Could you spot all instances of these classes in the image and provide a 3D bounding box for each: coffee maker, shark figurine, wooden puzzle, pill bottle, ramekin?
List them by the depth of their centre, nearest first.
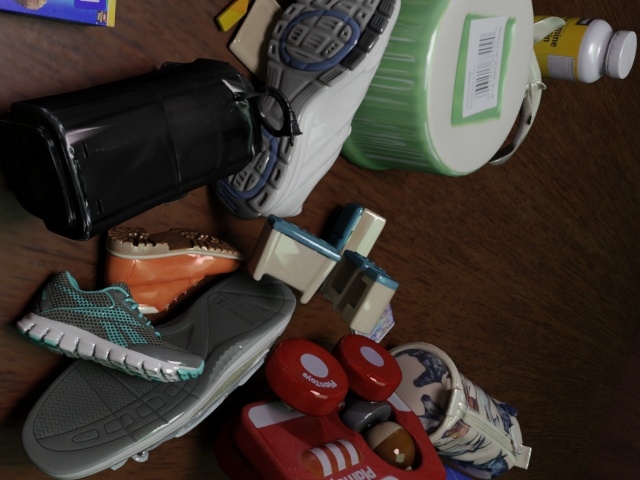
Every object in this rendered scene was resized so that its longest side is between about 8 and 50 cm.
[{"bbox_3d":[-0.144,-0.085,0.537,0.178,0.171,0.120,-32,102,-42],"label":"coffee maker"},{"bbox_3d":[-0.062,-0.217,0.710,0.079,0.014,0.116,-55,140,-12],"label":"wooden puzzle"},{"bbox_3d":[0.147,-0.227,0.851,0.303,0.148,0.304,-25,124,-43],"label":"ramekin"},{"bbox_3d":[0.306,-0.262,1.082,0.166,0.116,0.278,-24,122,-2],"label":"shark figurine"},{"bbox_3d":[0.424,-0.322,1.122,0.103,0.184,0.103,-25,124,-44],"label":"pill bottle"}]

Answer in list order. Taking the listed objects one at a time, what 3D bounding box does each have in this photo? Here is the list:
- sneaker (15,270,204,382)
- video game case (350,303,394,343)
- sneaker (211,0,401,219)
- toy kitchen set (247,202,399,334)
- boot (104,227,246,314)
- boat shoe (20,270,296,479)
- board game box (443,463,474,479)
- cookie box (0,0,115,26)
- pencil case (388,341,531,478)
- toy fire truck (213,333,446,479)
[{"bbox_3d":[-0.179,0.075,0.594,0.065,0.166,0.076,124,-15,-68],"label":"sneaker"},{"bbox_3d":[0.077,0.114,1.030,0.087,0.011,0.122,-44,136,-31],"label":"video game case"},{"bbox_3d":[-0.007,-0.153,0.732,0.297,0.111,0.129,-56,156,9],"label":"sneaker"},{"bbox_3d":[0.000,0.000,0.780,0.166,0.207,0.122,28,93,-17],"label":"toy kitchen set"},{"bbox_3d":[-0.149,0.033,0.682,0.157,0.059,0.085,0,109,-42],"label":"boot"},{"bbox_3d":[-0.148,0.142,0.684,0.320,0.118,0.103,-36,149,-45],"label":"boat shoe"},{"bbox_3d":[0.191,0.586,1.226,0.232,0.141,0.291,16,94,-52],"label":"board game box"},{"bbox_3d":[-0.209,-0.215,0.504,0.107,0.040,0.092,-10,112,-50],"label":"cookie box"},{"bbox_3d":[0.233,0.309,1.167,0.410,0.183,0.160,40,57,-50],"label":"pencil case"},{"bbox_3d":[0.037,0.261,0.812,0.302,0.254,0.169,5,125,-51],"label":"toy fire truck"}]
